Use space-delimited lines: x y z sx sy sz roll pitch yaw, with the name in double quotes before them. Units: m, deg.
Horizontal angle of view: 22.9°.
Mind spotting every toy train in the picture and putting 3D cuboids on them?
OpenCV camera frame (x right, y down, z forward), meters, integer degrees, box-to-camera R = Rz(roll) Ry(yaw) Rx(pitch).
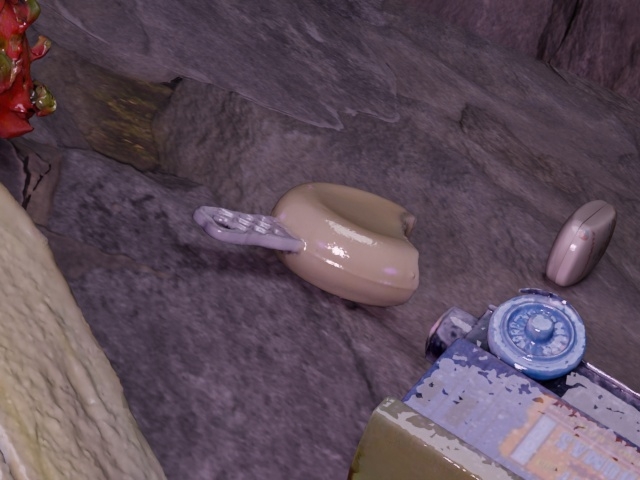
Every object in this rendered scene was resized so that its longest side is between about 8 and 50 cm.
"toy train" 0.175 0.169 1.054 0.299 0.131 0.202 31 48 18

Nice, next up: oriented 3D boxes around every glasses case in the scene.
"glasses case" 0.302 0.001 1.823 0.051 0.081 0.204 28 20 14

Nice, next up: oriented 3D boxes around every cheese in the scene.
"cheese" -0.012 -0.010 1.460 0.248 0.071 0.163 17 20 -22

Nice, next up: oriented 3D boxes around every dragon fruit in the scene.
"dragon fruit" -0.313 -0.166 1.366 0.160 0.172 0.166 -10 25 24

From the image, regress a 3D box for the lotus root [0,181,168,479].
"lotus root" -0.235 0.058 0.713 0.260 0.149 0.267 58 20 16
